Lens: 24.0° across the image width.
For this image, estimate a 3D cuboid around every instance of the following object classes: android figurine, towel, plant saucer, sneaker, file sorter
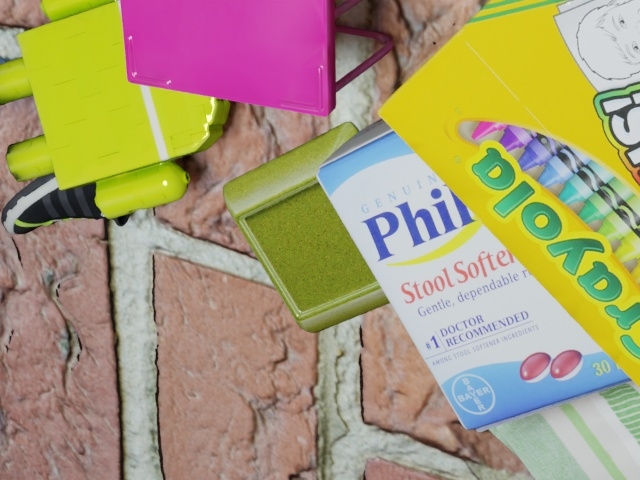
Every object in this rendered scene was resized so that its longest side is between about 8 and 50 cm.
[{"bbox_3d":[-0.201,-0.153,1.518,0.272,0.056,0.248,-17,91,16],"label":"android figurine"},{"bbox_3d":[0.344,0.196,1.412,0.324,0.038,0.248,-26,112,36],"label":"towel"},{"bbox_3d":[0.000,0.000,1.530,0.188,0.045,0.188,-24,101,37],"label":"plant saucer"},{"bbox_3d":[-0.256,-0.045,1.632,0.234,0.084,0.097,-32,97,38],"label":"sneaker"},{"bbox_3d":[-0.048,-0.289,1.318,0.202,0.182,0.291,12,121,24],"label":"file sorter"}]

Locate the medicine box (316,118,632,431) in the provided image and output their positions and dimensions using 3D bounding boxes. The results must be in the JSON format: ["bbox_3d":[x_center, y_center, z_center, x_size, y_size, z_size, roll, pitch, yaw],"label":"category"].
[{"bbox_3d":[0.189,-0.013,1.347,0.263,0.149,0.289,-24,102,37],"label":"medicine box"}]

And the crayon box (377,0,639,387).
[{"bbox_3d":[0.276,-0.072,1.106,0.363,0.106,0.313,46,126,-1],"label":"crayon box"}]
